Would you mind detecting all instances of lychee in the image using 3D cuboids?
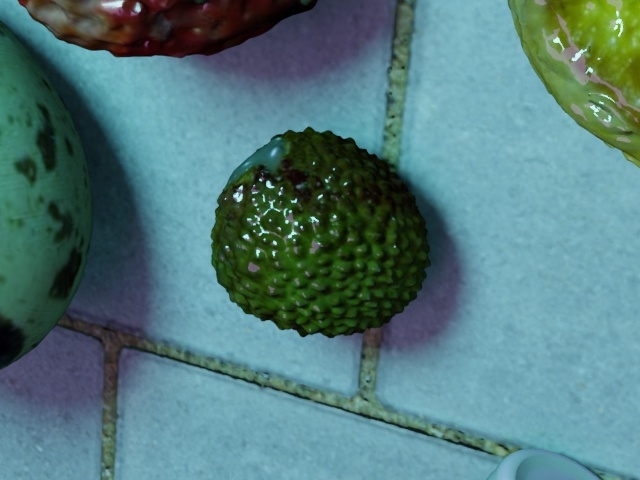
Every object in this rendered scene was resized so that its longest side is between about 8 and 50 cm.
[{"bbox_3d":[0.000,0.000,1.087,0.171,0.171,0.171,9,110,25],"label":"lychee"}]

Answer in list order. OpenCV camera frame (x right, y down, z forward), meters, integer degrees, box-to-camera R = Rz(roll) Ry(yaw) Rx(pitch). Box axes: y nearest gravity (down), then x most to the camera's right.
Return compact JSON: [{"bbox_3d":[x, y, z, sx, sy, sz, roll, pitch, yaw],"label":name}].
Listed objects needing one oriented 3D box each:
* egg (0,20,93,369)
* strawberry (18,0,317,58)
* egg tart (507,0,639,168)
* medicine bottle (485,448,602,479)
[{"bbox_3d":[-0.342,-0.064,1.169,0.287,0.287,0.379,-30,77,32],"label":"egg"},{"bbox_3d":[-0.150,-0.263,1.007,0.310,0.292,0.291,-8,103,23],"label":"strawberry"},{"bbox_3d":[0.280,-0.179,0.890,0.341,0.129,0.341,9,111,24],"label":"egg tart"},{"bbox_3d":[0.122,0.296,1.129,0.133,0.133,0.274,40,119,11],"label":"medicine bottle"}]
